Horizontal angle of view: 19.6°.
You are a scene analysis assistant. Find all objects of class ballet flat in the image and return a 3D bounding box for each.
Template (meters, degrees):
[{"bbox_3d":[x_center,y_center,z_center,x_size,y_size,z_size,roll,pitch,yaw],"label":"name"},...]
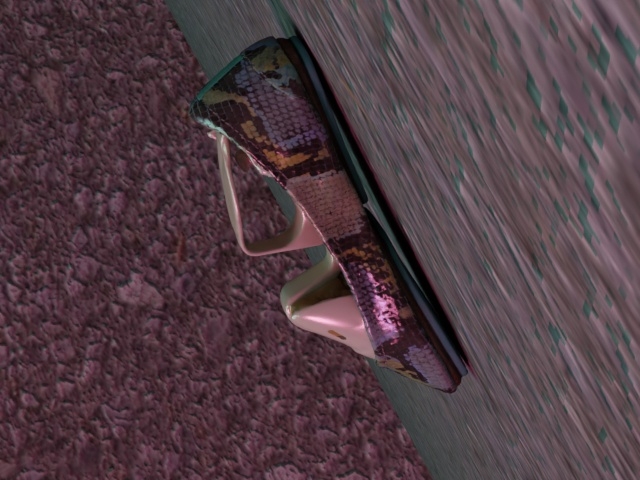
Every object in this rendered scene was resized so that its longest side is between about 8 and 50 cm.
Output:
[{"bbox_3d":[0.000,0.000,0.804,0.188,0.070,0.070,62,178,-23],"label":"ballet flat"}]
